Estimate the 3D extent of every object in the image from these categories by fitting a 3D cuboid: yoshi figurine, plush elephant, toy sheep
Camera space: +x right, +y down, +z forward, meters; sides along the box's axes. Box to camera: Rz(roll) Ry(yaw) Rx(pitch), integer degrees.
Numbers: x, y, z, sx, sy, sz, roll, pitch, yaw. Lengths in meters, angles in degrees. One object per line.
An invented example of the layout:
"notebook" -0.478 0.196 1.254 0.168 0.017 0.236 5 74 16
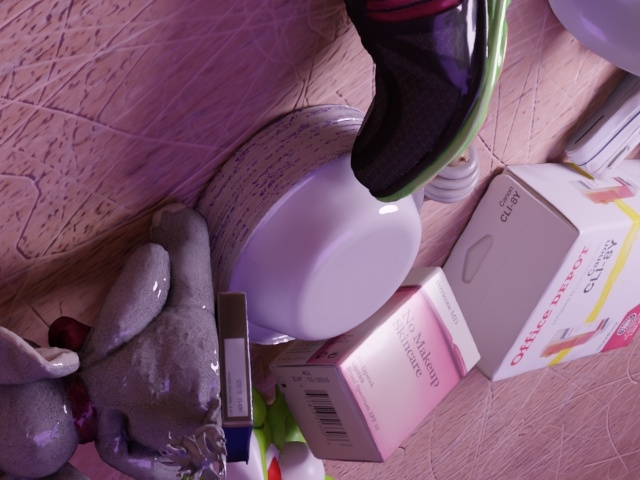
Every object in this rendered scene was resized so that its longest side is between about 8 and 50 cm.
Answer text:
"yoshi figurine" -0.105 0.248 1.628 0.362 0.204 0.203 48 46 -45
"plush elephant" -0.229 0.145 1.242 0.255 0.330 0.271 -2 114 -8
"toy sheep" 0.155 -0.086 1.590 0.091 0.091 0.132 -35 161 -17

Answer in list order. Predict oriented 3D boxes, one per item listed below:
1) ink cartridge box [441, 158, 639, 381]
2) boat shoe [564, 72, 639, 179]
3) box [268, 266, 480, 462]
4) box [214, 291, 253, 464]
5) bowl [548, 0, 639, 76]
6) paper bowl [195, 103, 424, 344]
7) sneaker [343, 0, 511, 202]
"ink cartridge box" 0.370 0.037 1.903 0.385 0.160 0.279 -6 131 -46
"boat shoe" 0.449 -0.183 1.809 0.076 0.083 0.226 40 108 -20
"box" 0.073 0.154 1.614 0.232 0.127 0.148 -40 113 -39
"box" -0.094 0.156 1.360 0.037 0.136 0.225 -3 159 -5
"bowl" 0.430 -0.307 1.511 0.134 0.298 0.298 -64 151 -13
"paper bowl" 0.000 0.000 1.443 0.284 0.148 0.284 -31 147 -24
"sneaker" 0.087 -0.265 1.227 0.202 0.185 0.482 6 118 -9
